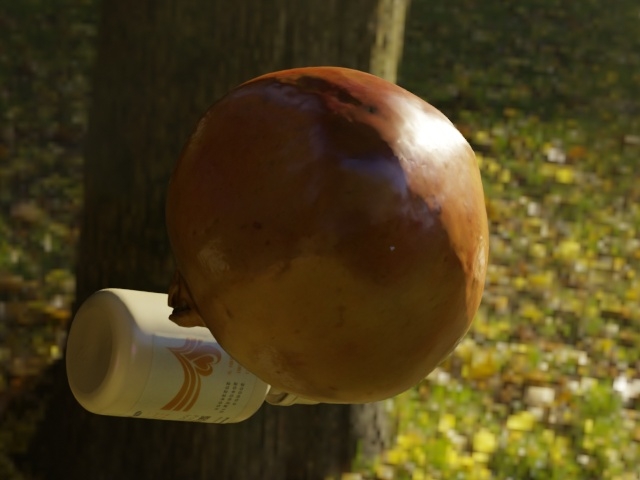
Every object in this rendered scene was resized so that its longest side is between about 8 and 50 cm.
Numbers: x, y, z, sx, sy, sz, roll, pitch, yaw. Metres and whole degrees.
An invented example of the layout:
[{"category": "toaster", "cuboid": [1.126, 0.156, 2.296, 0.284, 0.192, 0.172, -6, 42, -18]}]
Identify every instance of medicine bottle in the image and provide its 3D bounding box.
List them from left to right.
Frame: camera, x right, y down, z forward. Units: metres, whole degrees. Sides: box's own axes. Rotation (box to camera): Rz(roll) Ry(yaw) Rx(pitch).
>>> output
[{"category": "medicine bottle", "cuboid": [-0.101, 0.111, 1.511, 0.252, 0.114, 0.114, 8, 15, -37]}]

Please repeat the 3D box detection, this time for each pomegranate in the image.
[{"category": "pomegranate", "cuboid": [0.004, -0.005, 1.001, 0.209, 0.209, 0.209, 2, 22, -1]}]
